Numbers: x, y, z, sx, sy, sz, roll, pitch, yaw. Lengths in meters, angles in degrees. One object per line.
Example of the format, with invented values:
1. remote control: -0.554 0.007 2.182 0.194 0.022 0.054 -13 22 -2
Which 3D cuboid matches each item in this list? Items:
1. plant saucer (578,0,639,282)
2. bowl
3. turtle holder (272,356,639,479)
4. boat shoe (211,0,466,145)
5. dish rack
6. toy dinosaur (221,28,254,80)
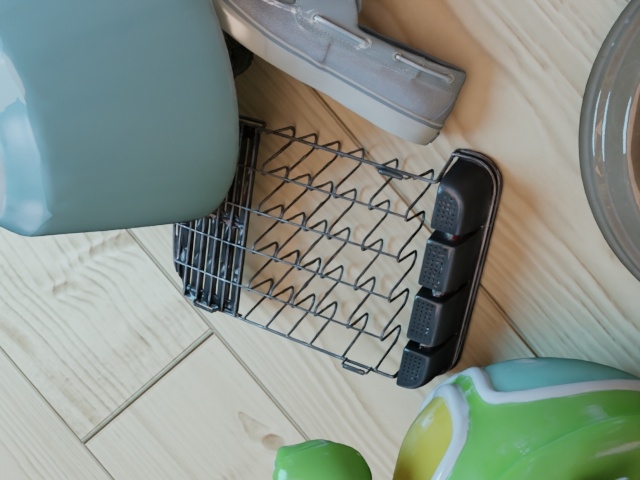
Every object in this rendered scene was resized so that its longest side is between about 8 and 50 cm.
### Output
1. plant saucer: 0.309 -0.068 0.610 0.277 0.041 0.278 1 102 5
2. bowl: -0.220 -0.126 0.741 0.311 0.163 0.312 32 137 36
3. turtle holder: 0.143 0.209 0.697 0.320 0.227 0.243 -22 120 -11
4. boat shoe: 0.008 -0.158 0.723 0.227 0.079 0.081 28 106 -14
5. dish rack: 0.000 0.000 0.816 0.271 0.074 0.208 19 115 19
6. toy dinosaur: -0.063 -0.236 0.743 0.118 0.064 0.268 34 133 -5
